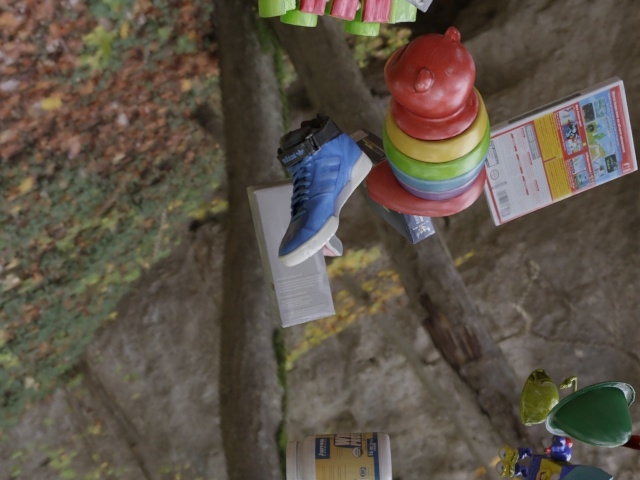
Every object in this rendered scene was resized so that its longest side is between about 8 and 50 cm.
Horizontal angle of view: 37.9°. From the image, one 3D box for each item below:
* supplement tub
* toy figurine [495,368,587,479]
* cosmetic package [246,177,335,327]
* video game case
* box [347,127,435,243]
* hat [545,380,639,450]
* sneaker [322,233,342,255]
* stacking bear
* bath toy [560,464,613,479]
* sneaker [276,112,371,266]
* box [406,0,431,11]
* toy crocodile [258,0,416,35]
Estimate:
[{"bbox_3d":[0.038,0.449,1.817,0.200,0.144,0.144,-3,-172,2],"label":"supplement tub"},{"bbox_3d":[0.516,0.475,1.959,0.191,0.362,0.217,9,-172,-30],"label":"toy figurine"},{"bbox_3d":[-0.052,0.015,1.591,0.107,0.237,0.127,-15,-173,-9],"label":"cosmetic package"},{"bbox_3d":[0.427,-0.159,1.702,0.285,0.204,0.025,-22,-144,3],"label":"video game case"},{"bbox_3d":[0.140,-0.117,1.936,0.059,0.183,0.232,-29,-150,-8],"label":"box"},{"bbox_3d":[0.549,0.381,1.743,0.208,0.173,0.183,-40,-136,25],"label":"hat"},{"bbox_3d":[0.000,0.000,2.123,0.070,0.051,0.134,-2,155,18],"label":"sneaker"},{"bbox_3d":[0.155,-0.170,1.296,0.175,0.164,0.289,-51,156,-19],"label":"stacking bear"},{"bbox_3d":[0.489,0.534,1.524,0.151,0.348,0.129,-41,-154,-19],"label":"bath toy"},{"bbox_3d":[-0.016,-0.052,0.833,0.058,0.084,0.152,-19,-150,48],"label":"sneaker"},{"bbox_3d":[0.130,-0.433,1.378,0.091,0.130,0.170,-57,-171,35],"label":"box"},{"bbox_3d":[0.037,-0.424,1.644,0.341,0.115,0.105,-2,-158,-32],"label":"toy crocodile"}]
